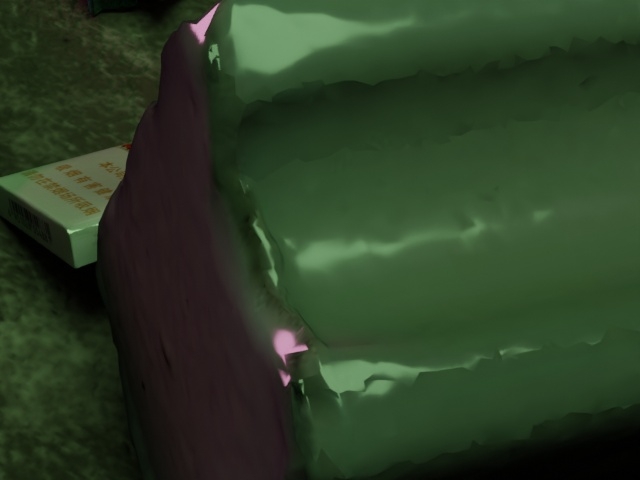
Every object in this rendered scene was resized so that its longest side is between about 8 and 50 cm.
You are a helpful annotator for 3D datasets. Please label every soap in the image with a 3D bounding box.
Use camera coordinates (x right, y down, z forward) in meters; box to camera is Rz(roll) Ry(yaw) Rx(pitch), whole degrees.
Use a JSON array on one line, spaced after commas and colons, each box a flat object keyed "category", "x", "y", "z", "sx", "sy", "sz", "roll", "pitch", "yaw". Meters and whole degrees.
[{"category": "soap", "x": 0.119, "y": 0.012, "z": 0.725, "sx": 0.435, "sy": 0.350, "sz": 0.213, "roll": -9, "pitch": 76, "yaw": -23}]

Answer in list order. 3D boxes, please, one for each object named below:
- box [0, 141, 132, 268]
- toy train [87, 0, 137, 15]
[{"category": "box", "x": -0.077, "y": -0.041, "z": 0.892, "sx": 0.220, "sy": 0.032, "sz": 0.122, "roll": -18, "pitch": 24, "yaw": -29}, {"category": "toy train", "x": -0.149, "y": -0.238, "z": 1.066, "sx": 0.099, "sy": 0.070, "sz": 0.172, "roll": -10, "pitch": 51, "yaw": -11}]
